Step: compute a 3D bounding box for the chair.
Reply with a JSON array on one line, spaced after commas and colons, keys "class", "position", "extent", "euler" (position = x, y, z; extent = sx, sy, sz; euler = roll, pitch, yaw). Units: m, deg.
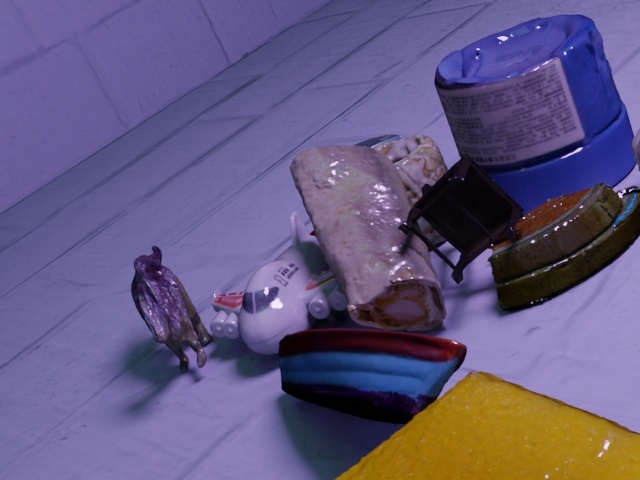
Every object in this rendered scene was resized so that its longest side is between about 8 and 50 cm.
[{"class": "chair", "position": [0.186, -0.044, 1.267], "extent": [0.113, 0.106, 0.229], "euler": [-44, 4, 25]}]

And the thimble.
[{"class": "thimble", "position": [0.107, -0.057, 1.471], "extent": [0.191, 0.143, 0.137], "euler": [-25, 23, 2]}]

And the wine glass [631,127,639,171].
[{"class": "wine glass", "position": [0.453, -0.087, 1.238], "extent": [0.122, 0.122, 0.183], "euler": [-19, 17, 14]}]

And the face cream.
[{"class": "face cream", "position": [0.314, -0.188, 1.445], "extent": [0.249, 0.225, 0.249], "euler": [-21, 24, 10]}]

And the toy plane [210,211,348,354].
[{"class": "toy plane", "position": [-0.046, 0.067, 1.394], "extent": [0.252, 0.118, 0.252], "euler": [-23, 24, 11]}]

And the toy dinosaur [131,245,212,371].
[{"class": "toy dinosaur", "position": [-0.222, 0.101, 1.433], "extent": [0.077, 0.162, 0.294], "euler": [-30, 22, -11]}]

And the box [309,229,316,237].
[{"class": "box", "position": [0.000, 0.000, 1.613], "extent": [0.052, 0.023, 0.082], "euler": [2, 35, 47]}]

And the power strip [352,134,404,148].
[{"class": "power strip", "position": [0.071, -0.140, 1.827], "extent": [0.137, 0.044, 0.216], "euler": [-1, 33, 46]}]

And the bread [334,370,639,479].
[{"class": "bread", "position": [0.126, 0.265, 0.735], "extent": [0.333, 0.143, 0.324], "euler": [-34, 25, -21]}]

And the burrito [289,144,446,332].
[{"class": "burrito", "position": [0.065, -0.014, 1.299], "extent": [0.143, 0.105, 0.299], "euler": [-8, 46, -15]}]

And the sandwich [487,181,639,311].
[{"class": "sandwich", "position": [0.305, -0.012, 1.249], "extent": [0.235, 0.079, 0.159], "euler": [-25, 22, 0]}]

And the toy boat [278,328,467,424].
[{"class": "toy boat", "position": [0.043, 0.144, 1.053], "extent": [0.079, 0.136, 0.392], "euler": [-64, 16, -14]}]
